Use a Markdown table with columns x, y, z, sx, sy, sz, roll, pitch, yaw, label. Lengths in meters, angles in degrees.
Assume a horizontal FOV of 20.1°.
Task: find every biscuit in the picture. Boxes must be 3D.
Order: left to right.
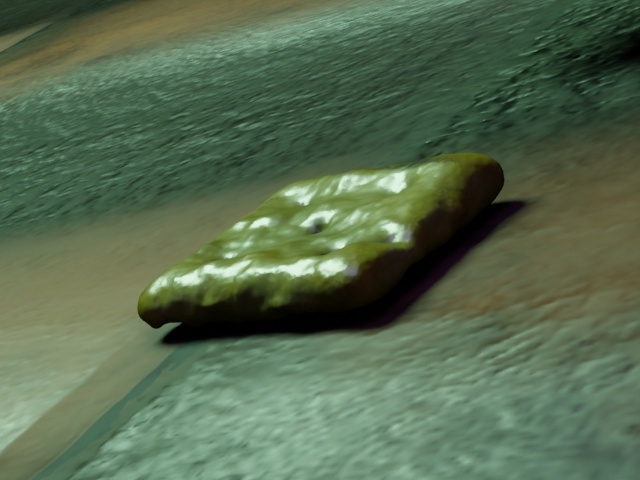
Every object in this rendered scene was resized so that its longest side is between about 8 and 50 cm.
| x | y | z | sx | sy | sz | roll | pitch | yaw | label |
| --- | --- | --- | --- | --- | --- | --- | --- | --- | --- |
| 0.000 | 0.000 | 0.504 | 0.083 | 0.018 | 0.081 | -7 | 21 | 40 | biscuit |
